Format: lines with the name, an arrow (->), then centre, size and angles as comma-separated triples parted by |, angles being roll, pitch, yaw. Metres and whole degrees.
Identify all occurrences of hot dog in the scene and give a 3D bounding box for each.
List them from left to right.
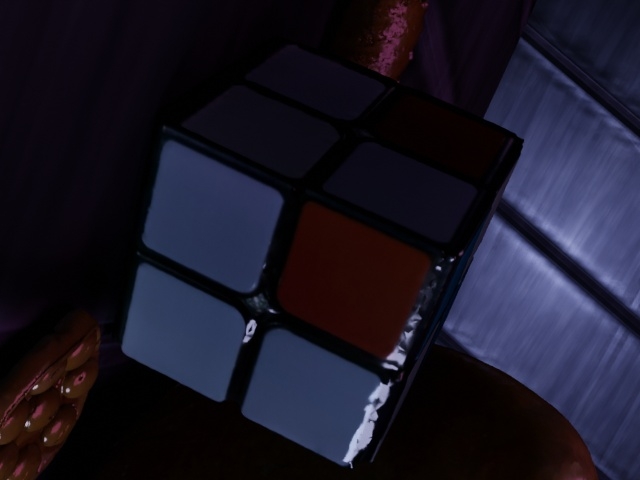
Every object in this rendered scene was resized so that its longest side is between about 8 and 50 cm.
hot dog -> -0.020, 0.196, 0.696 | 0.223, 0.405, 0.185 | -114, -171, -50
hot dog -> 0.012, -0.079, 0.789 | 0.083, 0.068, 0.288 | -27, 144, -64

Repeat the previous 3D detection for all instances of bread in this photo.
bread -> -0.147, 0.085, 0.498 | 0.110, 0.024, 0.110 | -60, 170, -18

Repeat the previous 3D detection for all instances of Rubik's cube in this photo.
Rubik's cube -> 0.000, -0.001, 0.597 | 0.183, 0.180, 0.167 | -47, 159, -54
